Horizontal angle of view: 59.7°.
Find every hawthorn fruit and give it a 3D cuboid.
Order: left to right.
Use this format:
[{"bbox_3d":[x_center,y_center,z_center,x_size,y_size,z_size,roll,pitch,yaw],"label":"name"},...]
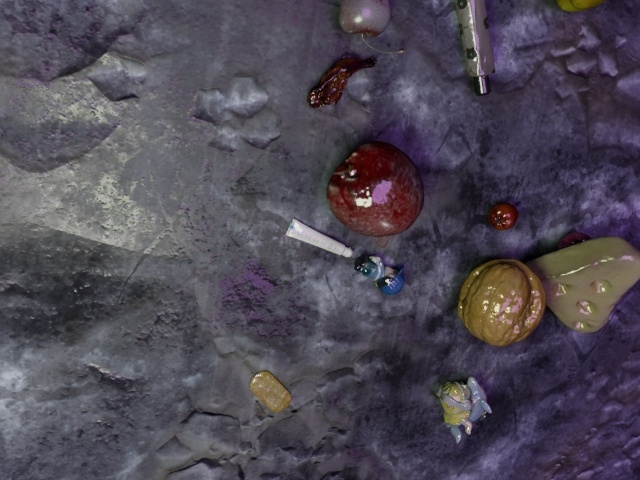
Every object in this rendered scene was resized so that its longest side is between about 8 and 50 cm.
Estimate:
[{"bbox_3d":[0.541,-0.074,1.635,0.093,0.081,0.080,-30,118,-44],"label":"hawthorn fruit"}]

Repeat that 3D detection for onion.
[{"bbox_3d":[0.809,0.028,1.763,0.115,0.104,0.115,3,97,23],"label":"onion"}]

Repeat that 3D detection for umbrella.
[{"bbox_3d":[0.396,-0.542,1.438,0.073,0.067,0.337,-18,112,-2],"label":"umbrella"}]

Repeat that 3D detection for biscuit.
[{"bbox_3d":[-0.136,0.415,1.527,0.071,0.018,0.147,-40,115,-6],"label":"biscuit"}]

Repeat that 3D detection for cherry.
[{"bbox_3d":[0.128,-0.543,1.316,0.188,0.115,0.147,-5,68,-29],"label":"cherry"},{"bbox_3d":[0.146,-0.118,1.390,0.300,0.203,0.230,34,89,-41],"label":"cherry"}]

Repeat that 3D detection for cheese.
[{"bbox_3d":[0.837,0.137,1.691,0.351,0.129,0.328,39,133,-24],"label":"cheese"}]

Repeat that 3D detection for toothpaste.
[{"bbox_3d":[0.000,0.000,1.458,0.191,0.031,0.048,24,98,-23],"label":"toothpaste"}]

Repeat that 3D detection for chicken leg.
[{"bbox_3d":[0.050,-0.393,1.352,0.205,0.053,0.093,-41,139,1],"label":"chicken leg"}]

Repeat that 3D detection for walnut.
[{"bbox_3d":[0.526,0.176,1.625,0.225,0.257,0.256,8,104,-57],"label":"walnut"}]

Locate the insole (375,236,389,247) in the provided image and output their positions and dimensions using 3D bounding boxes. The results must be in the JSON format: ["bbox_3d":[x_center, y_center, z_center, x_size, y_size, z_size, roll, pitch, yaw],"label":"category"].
[{"bbox_3d":[0.175,-0.044,1.529,0.045,0.002,0.134,0,105,-23],"label":"insole"}]

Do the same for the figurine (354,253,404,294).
[{"bbox_3d":[0.166,0.090,1.527,0.149,0.087,0.086,27,131,-26],"label":"figurine"}]

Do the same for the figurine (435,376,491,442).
[{"bbox_3d":[0.437,0.515,1.734,0.184,0.128,0.208,16,103,-23],"label":"figurine"}]

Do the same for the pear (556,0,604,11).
[{"bbox_3d":[0.689,-0.702,1.444,0.200,0.200,0.199,-6,107,-21],"label":"pear"}]
